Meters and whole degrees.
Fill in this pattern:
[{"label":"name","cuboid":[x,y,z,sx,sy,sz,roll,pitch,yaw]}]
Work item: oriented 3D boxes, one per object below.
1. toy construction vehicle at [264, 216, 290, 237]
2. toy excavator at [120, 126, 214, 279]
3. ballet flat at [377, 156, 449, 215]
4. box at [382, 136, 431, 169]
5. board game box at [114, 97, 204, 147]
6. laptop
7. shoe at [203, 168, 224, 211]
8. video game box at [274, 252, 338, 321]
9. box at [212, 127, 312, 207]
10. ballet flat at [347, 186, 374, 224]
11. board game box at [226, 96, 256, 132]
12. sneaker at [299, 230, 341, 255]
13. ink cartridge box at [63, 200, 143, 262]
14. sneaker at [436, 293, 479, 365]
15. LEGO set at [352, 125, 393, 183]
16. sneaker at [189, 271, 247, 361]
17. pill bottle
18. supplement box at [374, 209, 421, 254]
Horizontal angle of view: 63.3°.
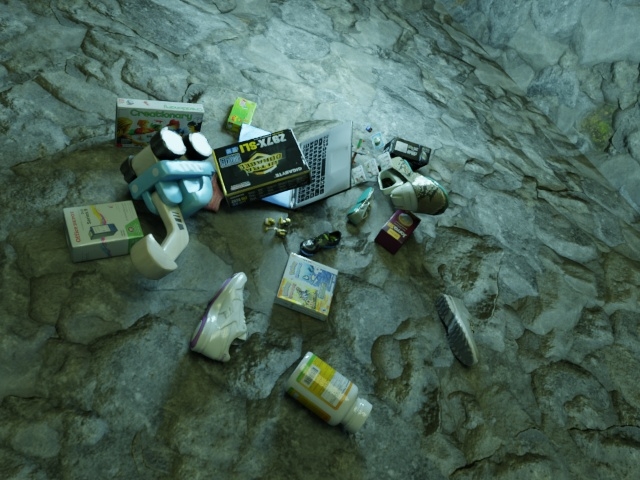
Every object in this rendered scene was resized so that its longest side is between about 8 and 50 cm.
[{"label":"toy construction vehicle","cuboid":[-0.157,-0.056,1.932,0.098,0.035,0.086,10,50,-16]},{"label":"toy excavator","cuboid":[-0.480,-0.120,1.688,0.446,0.222,0.432,63,27,6]},{"label":"ballet flat","cuboid":[0.344,-0.213,2.137,0.181,0.164,0.483,-14,30,-9]},{"label":"box","cuboid":[0.389,-0.392,2.360,0.180,0.147,0.078,16,83,-12]},{"label":"board game box","cuboid":[-0.600,-0.429,1.935,0.304,0.193,0.053,-3,54,-25]},{"label":"laptop","cuboid":[-0.106,-0.338,2.039,0.236,0.407,0.382,44,37,-42]},{"label":"shoe","cuboid":[-0.391,-0.182,1.918,0.081,0.063,0.178,19,53,-10]},{"label":"video game box","cuboid":[-0.046,0.158,1.801,0.186,0.048,0.205,19,48,-5]},{"label":"box","cuboid":[-0.223,-0.277,1.946,0.321,0.079,0.257,-17,52,-8]},{"label":"ballet flat","cuboid":[0.176,-0.137,2.136,0.068,0.072,0.213,52,47,-15]},{"label":"board game box","cuboid":[-0.340,-0.539,2.239,0.092,0.043,0.182,17,48,-10]},{"label":"sneaker","cuboid":[0.000,0.000,1.926,0.188,0.078,0.067,-18,62,-33]},{"label":"ink cartridge box","cuboid":[-0.687,-0.030,1.642,0.212,0.093,0.154,-11,59,-29]},{"label":"sneaker","cuboid":[0.524,0.315,1.881,0.115,0.105,0.282,3,51,-21]},{"label":"LEGO set","cuboid":[0.209,-0.378,2.274,0.060,0.182,0.245,28,42,-56]},{"label":"sneaker","cuboid":[-0.284,0.238,1.608,0.152,0.114,0.305,33,50,-14]},{"label":"pill bottle","cuboid":[0.025,0.454,1.529,0.245,0.136,0.136,35,48,6]},{"label":"supplement box","cuboid":[0.313,-0.043,2.097,0.104,0.081,0.188,37,48,9]}]
